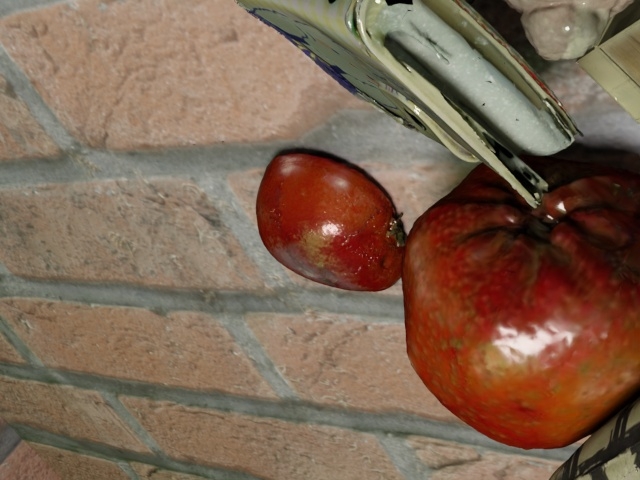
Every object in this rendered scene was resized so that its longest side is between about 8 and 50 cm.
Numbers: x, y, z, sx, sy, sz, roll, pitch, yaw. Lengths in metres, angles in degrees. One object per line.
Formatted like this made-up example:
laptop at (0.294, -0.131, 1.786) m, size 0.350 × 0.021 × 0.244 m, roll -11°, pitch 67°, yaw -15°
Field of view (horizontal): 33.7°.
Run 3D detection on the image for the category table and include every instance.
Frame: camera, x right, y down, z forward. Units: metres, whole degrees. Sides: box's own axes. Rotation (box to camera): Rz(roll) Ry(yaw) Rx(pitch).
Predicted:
table at (0.249, -0.144, 0.775) m, size 0.079 × 0.062 × 0.083 m, roll 41°, pitch 147°, yaw -11°

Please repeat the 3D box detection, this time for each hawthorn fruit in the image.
hawthorn fruit at (0.200, 0.068, 0.938) m, size 0.254 × 0.254 × 0.300 m, roll 17°, pitch 152°, yaw 26°

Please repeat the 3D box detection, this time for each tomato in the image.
tomato at (0.000, 0.000, 1.151) m, size 0.173 × 0.099 × 0.189 m, roll 11°, pitch 142°, yaw 29°

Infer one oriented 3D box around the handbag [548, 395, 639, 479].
handbag at (0.368, 0.124, 0.764) m, size 0.162 × 0.327 × 0.325 m, roll 60°, pitch 154°, yaw 19°

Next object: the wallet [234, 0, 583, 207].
wallet at (0.048, -0.145, 0.821) m, size 0.223 × 0.077 × 0.309 m, roll 34°, pitch -177°, yaw -27°

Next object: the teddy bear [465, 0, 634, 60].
teddy bear at (0.107, -0.243, 0.698) m, size 0.267 × 0.151 × 0.236 m, roll 27°, pitch 153°, yaw 3°
